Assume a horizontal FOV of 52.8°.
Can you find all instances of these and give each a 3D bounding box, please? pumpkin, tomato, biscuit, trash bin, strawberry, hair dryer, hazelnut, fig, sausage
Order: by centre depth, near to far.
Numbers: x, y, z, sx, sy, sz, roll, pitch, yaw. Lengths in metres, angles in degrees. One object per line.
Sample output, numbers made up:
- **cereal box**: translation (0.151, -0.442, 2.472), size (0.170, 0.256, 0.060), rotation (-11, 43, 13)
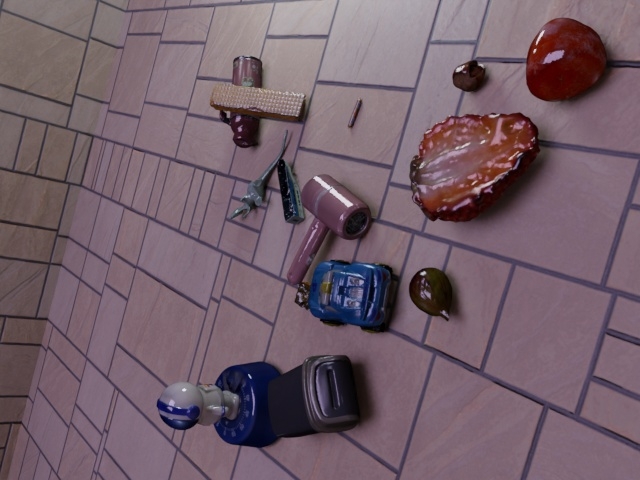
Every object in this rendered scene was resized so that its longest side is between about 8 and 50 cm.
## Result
- **tomato**: translation (0.533, -0.404, 1.437), size (0.187, 0.151, 0.187), rotation (-18, 67, 49)
- **strawberry**: translation (0.379, -0.174, 1.565), size (0.336, 0.149, 0.265), rotation (-23, 57, 31)
- **fig**: translation (0.285, 0.140, 1.610), size (0.155, 0.103, 0.109), rotation (-125, 37, -48)
- **hazelnut**: translation (0.382, -0.425, 1.660), size (0.086, 0.086, 0.086), rotation (-13, 72, 45)
- **trash bin**: translation (-0.014, 0.443, 1.811), size (0.290, 0.182, 0.210), rotation (-32, 60, 44)
- **hair dryer**: translation (0.000, 0.000, 1.935), size (0.210, 0.125, 0.352), rotation (42, 113, 42)
- **pumpkin**: translation (-0.041, 0.173, 1.990), size (0.083, 0.054, 0.074), rotation (25, 105, 43)
- **sausage**: translation (0.105, -0.392, 1.990), size (0.015, 0.015, 0.100), rotation (32, 105, 46)
- **biscuit**: translation (-0.218, -0.481, 2.232), size (0.378, 0.054, 0.094), rotation (12, 83, 25)

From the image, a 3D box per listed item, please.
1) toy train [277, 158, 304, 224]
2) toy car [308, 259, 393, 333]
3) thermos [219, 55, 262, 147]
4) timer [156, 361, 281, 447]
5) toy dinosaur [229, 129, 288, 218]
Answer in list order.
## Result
- **toy train**: translation (-0.102, -0.167, 2.135), size (0.052, 0.051, 0.234), rotation (-34, 54, 37)
- **toy car**: translation (0.063, 0.146, 1.808), size (0.314, 0.166, 0.198), rotation (4, 80, 48)
- **thermos**: translation (-0.284, -0.498, 2.343), size (0.109, 0.136, 0.330), rotation (-12, 73, 49)
- **timer**: translation (-0.320, 0.502, 1.969), size (0.270, 0.383, 0.270), rotation (-13, 72, 46)
- **toy dinosaur**: translation (-0.201, -0.195, 2.225), size (0.383, 0.076, 0.129), rotation (-48, 26, 20)
